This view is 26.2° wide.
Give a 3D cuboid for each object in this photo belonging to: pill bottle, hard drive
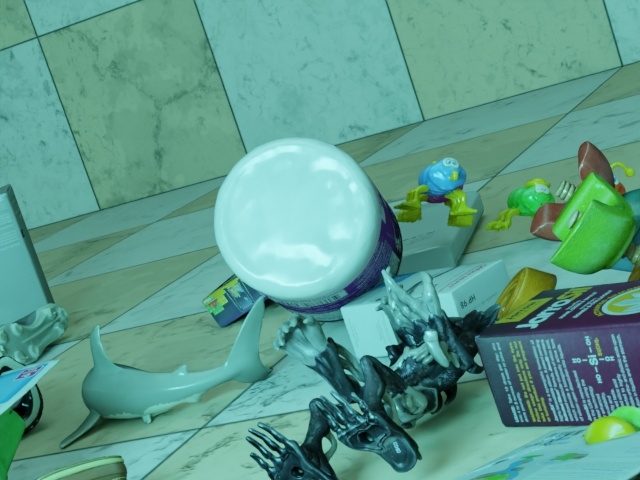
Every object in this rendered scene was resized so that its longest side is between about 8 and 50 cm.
[{"bbox_3d":[0.000,0.000,1.497,0.169,0.169,0.301,-17,-12,7],"label":"pill bottle"},{"bbox_3d":[0.100,0.009,1.823,0.203,0.040,0.307,-16,10,17],"label":"hard drive"}]

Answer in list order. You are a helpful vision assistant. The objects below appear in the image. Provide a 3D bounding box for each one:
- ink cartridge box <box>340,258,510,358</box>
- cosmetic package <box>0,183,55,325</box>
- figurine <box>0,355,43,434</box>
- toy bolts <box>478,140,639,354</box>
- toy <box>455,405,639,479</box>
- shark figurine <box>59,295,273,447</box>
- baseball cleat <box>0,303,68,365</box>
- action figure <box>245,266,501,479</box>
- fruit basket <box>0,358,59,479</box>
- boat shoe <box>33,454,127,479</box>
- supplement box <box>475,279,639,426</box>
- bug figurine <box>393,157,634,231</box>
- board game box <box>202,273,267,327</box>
[{"bbox_3d":[0.125,0.068,1.384,0.180,0.060,0.104,-11,12,41],"label":"ink cartridge box"},{"bbox_3d":[-0.500,0.043,2.188,0.107,0.238,0.127,-22,13,-6],"label":"cosmetic package"},{"bbox_3d":[-0.452,0.216,1.612,0.215,0.092,0.209,-24,3,-25],"label":"figurine"},{"bbox_3d":[0.265,0.037,1.235,0.218,0.158,0.228,-59,2,28],"label":"toy bolts"},{"bbox_3d":[0.139,0.164,0.837,0.137,0.056,0.237,-15,5,43],"label":"toy"},{"bbox_3d":[-0.191,0.134,1.466,0.278,0.116,0.166,-13,12,38],"label":"shark figurine"},{"bbox_3d":[-0.446,0.155,2.006,0.109,0.072,0.206,-29,0,23],"label":"baseball cleat"},{"bbox_3d":[0.050,0.097,1.118,0.164,0.141,0.276,-35,3,29],"label":"action figure"},{"bbox_3d":[-0.428,0.216,1.174,0.327,0.165,0.353,-26,5,25],"label":"fruit basket"},{"bbox_3d":[-0.238,0.236,1.143,0.178,0.060,0.064,-24,-15,-20],"label":"boat shoe"},{"bbox_3d":[0.227,0.083,1.041,0.188,0.080,0.104,-9,14,45],"label":"supplement box"},{"bbox_3d":[0.209,-0.055,1.578,0.279,0.072,0.216,5,-6,-15],"label":"bug figurine"},{"bbox_3d":[-0.057,0.036,1.809,0.170,0.048,0.141,-33,5,25],"label":"board game box"}]
